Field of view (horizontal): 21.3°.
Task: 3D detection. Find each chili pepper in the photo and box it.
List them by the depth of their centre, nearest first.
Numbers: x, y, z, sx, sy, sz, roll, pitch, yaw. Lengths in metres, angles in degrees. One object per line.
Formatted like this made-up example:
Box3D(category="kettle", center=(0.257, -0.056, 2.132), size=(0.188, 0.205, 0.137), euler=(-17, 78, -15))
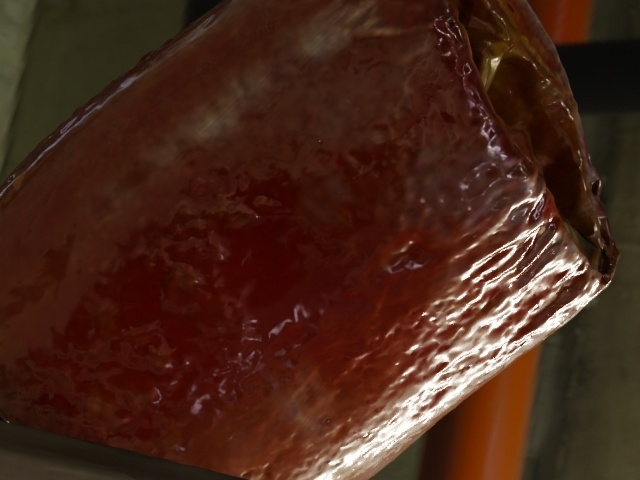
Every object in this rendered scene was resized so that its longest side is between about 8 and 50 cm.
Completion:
Box3D(category="chili pepper", center=(0.000, 0.000, 0.839), size=(0.305, 0.251, 0.229), euler=(-35, -163, 17))

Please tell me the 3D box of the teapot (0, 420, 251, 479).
Box3D(category="teapot", center=(-0.094, 0.189, 0.385), size=(0.344, 0.253, 0.300), euler=(13, -86, 5))
